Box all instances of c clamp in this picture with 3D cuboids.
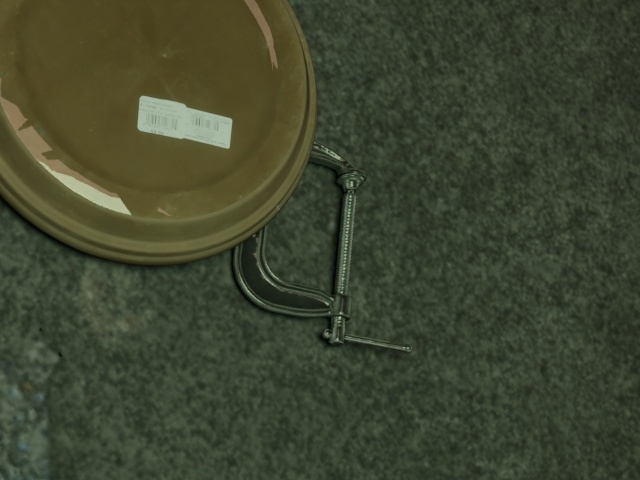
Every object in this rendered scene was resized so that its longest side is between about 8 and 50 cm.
[{"bbox_3d":[0.000,0.000,1.339,0.137,0.022,0.161,6,72,-20],"label":"c clamp"}]

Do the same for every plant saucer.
[{"bbox_3d":[-0.123,-0.119,1.287,0.278,0.041,0.278,8,70,-24],"label":"plant saucer"}]
